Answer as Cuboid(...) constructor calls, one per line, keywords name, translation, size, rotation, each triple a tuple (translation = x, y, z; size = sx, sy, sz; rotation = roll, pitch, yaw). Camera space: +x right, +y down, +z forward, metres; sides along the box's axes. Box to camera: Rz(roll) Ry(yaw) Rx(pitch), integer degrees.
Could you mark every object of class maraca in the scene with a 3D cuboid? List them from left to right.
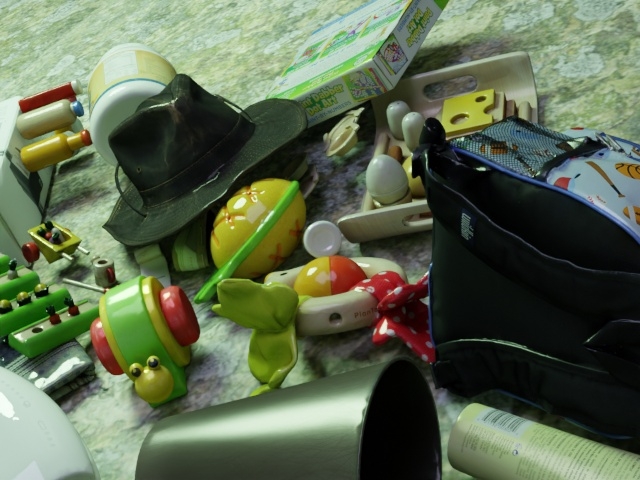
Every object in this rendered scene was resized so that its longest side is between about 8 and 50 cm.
Cuboid(name="maraca", translation=(-0.086, 0.001, 1.297), size=(0.186, 0.099, 0.127), rotation=(-52, 5, -14))

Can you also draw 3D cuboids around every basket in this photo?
Cuboid(name="basket", translation=(-0.031, 0.202, 0.944), size=(0.227, 0.154, 0.204), rotation=(-10, 35, 26))

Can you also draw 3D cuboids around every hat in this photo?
Cuboid(name="hat", translation=(-0.180, -0.136, 1.418), size=(0.331, 0.134, 0.331), rotation=(-28, 21, 12))

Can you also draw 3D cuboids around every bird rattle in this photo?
Cuboid(name="bird rattle", translation=(0.019, 0.055, 1.141), size=(0.253, 0.143, 0.207), rotation=(-19, 17, 3))

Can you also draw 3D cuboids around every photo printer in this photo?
Cuboid(name="photo printer", translation=(-0.383, 0.264, 1.086), size=(0.307, 0.107, 0.256), rotation=(-39, 48, -22))

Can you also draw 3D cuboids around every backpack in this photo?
Cuboid(name="backpack", translation=(0.226, 0.034, 0.940), size=(0.213, 0.277, 0.263), rotation=(-24, 34, -24))

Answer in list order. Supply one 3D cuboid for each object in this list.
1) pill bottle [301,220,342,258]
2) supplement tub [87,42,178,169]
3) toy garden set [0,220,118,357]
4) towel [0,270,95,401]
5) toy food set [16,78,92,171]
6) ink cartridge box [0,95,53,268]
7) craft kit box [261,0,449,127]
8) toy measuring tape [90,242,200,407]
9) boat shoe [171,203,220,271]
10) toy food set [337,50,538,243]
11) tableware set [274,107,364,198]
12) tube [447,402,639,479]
Cuboid(name="pill bottle", translation=(0.000, 0.000, 1.269), size=(0.043, 0.043, 0.083), rotation=(-27, 1, -5))
Cuboid(name="supplement tub", translation=(-0.277, -0.205, 1.657), size=(0.144, 0.144, 0.200), rotation=(-23, 33, 1))
Cuboid(name="toy garden set", translation=(-0.353, 0.045, 1.389), size=(0.244, 0.049, 0.204), rotation=(22, 35, 38))
Cuboid(name="towel", translation=(-0.459, 0.184, 1.333), size=(0.324, 0.056, 0.312), rotation=(-34, 38, -19))
Cuboid(name="toy food set", translation=(-0.391, -0.184, 1.699), size=(0.104, 0.111, 0.232), rotation=(-19, 11, 7))
Cuboid(name="ink cartridge box", translation=(-0.534, -0.060, 1.631), size=(0.223, 0.129, 0.307), rotation=(-19, 34, 7))
Cuboid(name="craft kit box", translation=(0.041, -0.258, 1.550), size=(0.250, 0.061, 0.247), rotation=(-19, 26, 43))
Cuboid(name="toy measuring tape", translation=(-0.206, 0.065, 1.270), size=(0.121, 0.121, 0.330), rotation=(-23, 33, 2))
Cuboid(name="boat shoe", translation=(-0.147, -0.018, 1.404), size=(0.048, 0.056, 0.153), rotation=(-1, 38, 15))
Cuboid(name="toy food set", translation=(0.145, -0.122, 1.327), size=(0.219, 0.092, 0.306), rotation=(-11, 36, 20))
Cuboid(name="tableware set", translation=(-0.002, -0.108, 1.411), size=(0.169, 0.020, 0.141), rotation=(-45, 17, 7))
Cuboid(name="tube", translation=(0.217, 0.196, 0.884), size=(0.240, 0.062, 0.070), rotation=(14, 93, 37))
